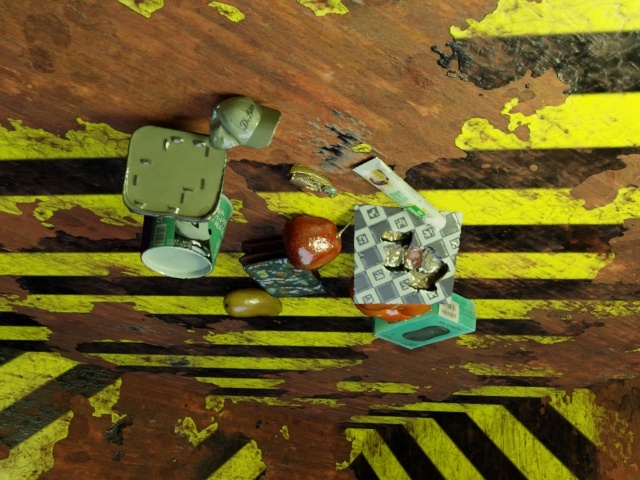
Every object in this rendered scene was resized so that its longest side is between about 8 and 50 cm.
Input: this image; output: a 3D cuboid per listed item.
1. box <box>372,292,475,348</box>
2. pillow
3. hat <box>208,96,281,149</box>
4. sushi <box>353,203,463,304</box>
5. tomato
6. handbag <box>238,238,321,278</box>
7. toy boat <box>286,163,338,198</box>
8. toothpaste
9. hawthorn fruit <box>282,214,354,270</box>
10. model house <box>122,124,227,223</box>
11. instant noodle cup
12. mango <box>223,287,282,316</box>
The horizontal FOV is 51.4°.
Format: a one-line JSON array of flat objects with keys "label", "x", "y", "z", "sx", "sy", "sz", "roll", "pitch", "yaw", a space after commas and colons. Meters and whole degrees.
[{"label": "box", "x": 0.358, "y": 0.274, "z": 2.326, "sx": 0.205, "sy": 0.118, "sz": 0.311, "roll": 27, "pitch": 145, "yaw": -33}, {"label": "pillow", "x": -0.105, "y": 0.117, "z": 2.026, "sx": 0.189, "sy": 0.034, "sz": 0.255, "roll": -7, "pitch": 150, "yaw": 17}, {"label": "hat", "x": -0.165, "y": -0.244, "z": 1.407, "sx": 0.166, "sy": 0.122, "sz": 0.081, "roll": 18, "pitch": 172, "yaw": 26}, {"label": "sushi", "x": 0.231, "y": 0.037, "z": 1.851, "sx": 0.293, "sy": 0.059, "sz": 0.293, "roll": 2, "pitch": 111, "yaw": -1}, {"label": "tomato", "x": 0.219, "y": 0.146, "z": 2.034, "sx": 0.260, "sy": 0.179, "sz": 0.259, "roll": 5, "pitch": 155, "yaw": 2}, {"label": "handbag", "x": -0.119, "y": 0.062, "z": 2.040, "sx": 0.216, "sy": 0.073, "sz": 0.203, "roll": -10, "pitch": 150, "yaw": 22}, {"label": "toy boat", "x": -0.019, "y": -0.143, "z": 1.657, "sx": 0.149, "sy": 0.048, "sz": 0.047, "roll": 22, "pitch": 147, "yaw": -30}, {"label": "toothpaste", "x": 0.213, "y": -0.116, "z": 1.681, "sx": 0.314, "sy": 0.056, "sz": 0.058, "roll": 32, "pitch": 97, "yaw": -35}, {"label": "hawthorn fruit", "x": 0.000, "y": 0.000, "z": 1.838, "sx": 0.204, "sy": 0.162, "sz": 0.162, "roll": -10, "pitch": 151, "yaw": 1}, {"label": "model house", "x": -0.339, "y": -0.153, "z": 1.600, "sx": 0.219, "sy": 0.204, "sz": 0.279, "roll": 10, "pitch": -178, "yaw": -8}, {"label": "instant noodle cup", "x": -0.370, "y": -0.021, "z": 1.788, "sx": 0.251, "sy": 0.190, "sz": 0.251, "roll": 4, "pitch": 152, "yaw": 2}, {"label": "mango", "x": -0.233, "y": 0.223, "z": 2.341, "sx": 0.228, "sy": 0.099, "sz": 0.136, "roll": 12, "pitch": 148, "yaw": -30}]
